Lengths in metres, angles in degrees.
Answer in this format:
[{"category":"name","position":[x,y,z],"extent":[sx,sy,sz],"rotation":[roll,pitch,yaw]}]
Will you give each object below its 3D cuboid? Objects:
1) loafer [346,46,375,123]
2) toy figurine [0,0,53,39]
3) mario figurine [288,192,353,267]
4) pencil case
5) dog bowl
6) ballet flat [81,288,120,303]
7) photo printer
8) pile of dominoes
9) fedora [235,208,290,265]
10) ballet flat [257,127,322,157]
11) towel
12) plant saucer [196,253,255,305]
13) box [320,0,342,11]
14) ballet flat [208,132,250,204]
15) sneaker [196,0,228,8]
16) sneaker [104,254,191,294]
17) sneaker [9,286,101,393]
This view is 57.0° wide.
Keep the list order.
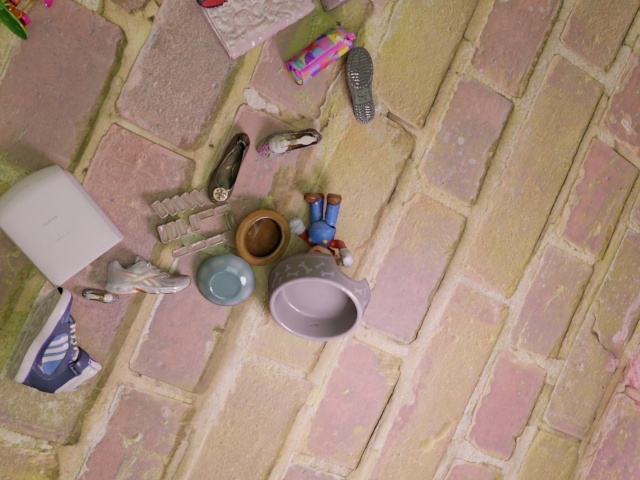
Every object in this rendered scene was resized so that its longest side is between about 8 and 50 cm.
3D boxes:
[{"category":"loafer","position":[0.129,-0.522,1.990],"extent":[0.095,0.087,0.250],"rotation":[-6,104,-8]},{"category":"toy figurine","position":[-0.833,-0.677,1.649],"extent":[0.173,0.130,0.159],"rotation":[36,71,4]},{"category":"mario figurine","position":[0.000,0.000,1.972],"extent":[0.170,0.198,0.320],"rotation":[-1,94,-31]},{"category":"pencil case","position":[-0.002,-0.608,1.924],"extent":[0.236,0.104,0.104],"rotation":[-40,108,-7]},{"category":"dog bowl","position":[-0.012,0.199,1.944],"extent":[0.349,0.102,0.348],"rotation":[5,131,5]},{"category":"ballet flat","position":[-0.687,0.177,1.843],"extent":[0.115,0.041,0.041],"rotation":[12,94,-20]},{"category":"photo printer","position":[-0.782,-0.053,1.741],"extent":[0.256,0.107,0.307],"rotation":[-38,108,-10]},{"category":"pile of dominoes","position":[-0.408,-0.067,1.914],"extent":[0.251,0.040,0.195],"rotation":[-20,101,-23]},{"category":"fedora","position":[-0.197,-0.013,1.958],"extent":[0.195,0.079,0.194],"rotation":[-2,96,-20]},{"category":"ballet flat","position":[-0.098,-0.325,1.946],"extent":[0.222,0.079,0.076],"rotation":[-15,103,-16]},{"category":"towel","position":[-0.227,-0.789,1.850],"extent":[0.332,0.053,0.316],"rotation":[-35,107,-10]},{"category":"plant saucer","position":[-0.311,0.140,1.930],"extent":[0.195,0.037,0.194],"rotation":[-1,113,-3]},{"category":"box","position":[0.109,-0.855,1.900],"extent":[0.233,0.149,0.126],"rotation":[-29,105,-13]},{"category":"ballet flat","position":[-0.291,-0.233,1.900],"extent":[0.084,0.058,0.249],"rotation":[26,86,-25]},{"category":"sneaker","position":[-0.290,-0.808,1.764],"extent":[0.125,0.104,0.262],"rotation":[44,80,0]},{"category":"sneaker","position":[-0.540,0.106,1.855],"extent":[0.263,0.099,0.120],"rotation":[0,94,-20]},{"category":"sneaker","position":[-0.761,0.315,1.790],"extent":[0.236,0.130,0.322],"rotation":[28,91,-39]}]
